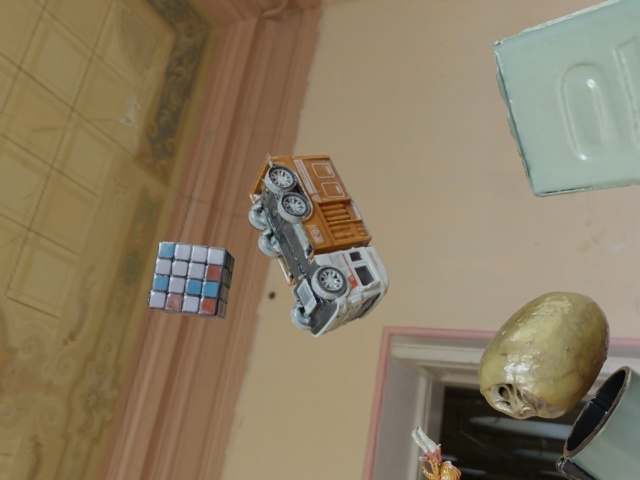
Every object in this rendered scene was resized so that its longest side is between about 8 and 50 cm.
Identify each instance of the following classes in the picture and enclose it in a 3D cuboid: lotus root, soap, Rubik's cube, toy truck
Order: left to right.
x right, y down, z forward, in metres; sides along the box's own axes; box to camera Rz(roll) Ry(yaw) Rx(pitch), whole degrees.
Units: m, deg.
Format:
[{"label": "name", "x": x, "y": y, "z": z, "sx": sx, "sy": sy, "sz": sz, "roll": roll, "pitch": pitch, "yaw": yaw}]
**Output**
[{"label": "Rubik's cube", "x": -0.174, "y": 0.056, "z": 0.891, "sx": 0.092, "sy": 0.092, "sz": 0.092, "roll": 89, "pitch": -172, "yaw": -80}, {"label": "toy truck", "x": 0.000, "y": 0.000, "z": 1.411, "sx": 0.207, "sy": 0.173, "sz": 0.387, "roll": -11, "pitch": -117, "yaw": -30}, {"label": "lotus root", "x": 0.376, "y": 0.167, "z": 1.064, "sx": 0.343, "sy": 0.169, "sz": 0.151, "roll": -34, "pitch": -79, "yaw": -45}, {"label": "soap", "x": 0.210, "y": -0.094, "z": 0.381, "sx": 0.063, "sy": 0.198, "sz": 0.114, "roll": -32, "pitch": -74, "yaw": -40}]

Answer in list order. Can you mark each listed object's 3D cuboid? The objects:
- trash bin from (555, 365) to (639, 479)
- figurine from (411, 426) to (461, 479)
[{"label": "trash bin", "x": 0.629, "y": 0.395, "z": 1.213, "sx": 0.277, "sy": 0.263, "sz": 0.217, "roll": -55, "pitch": -15, "yaw": 1}, {"label": "figurine", "x": 0.188, "y": 0.364, "z": 1.086, "sx": 0.047, "sy": 0.064, "sz": 0.109, "roll": -21, "pitch": -113, "yaw": -40}]
